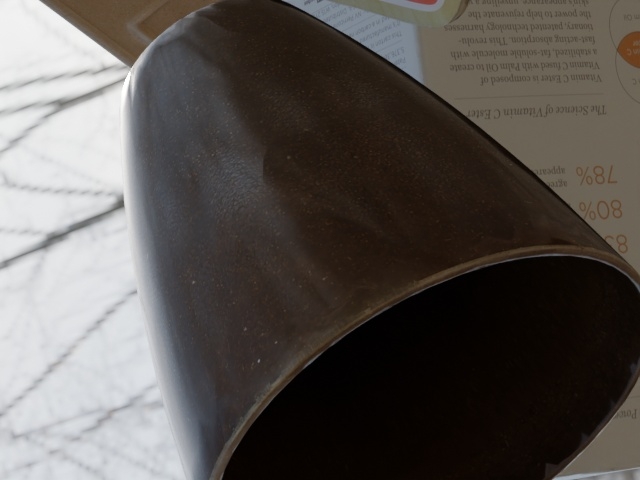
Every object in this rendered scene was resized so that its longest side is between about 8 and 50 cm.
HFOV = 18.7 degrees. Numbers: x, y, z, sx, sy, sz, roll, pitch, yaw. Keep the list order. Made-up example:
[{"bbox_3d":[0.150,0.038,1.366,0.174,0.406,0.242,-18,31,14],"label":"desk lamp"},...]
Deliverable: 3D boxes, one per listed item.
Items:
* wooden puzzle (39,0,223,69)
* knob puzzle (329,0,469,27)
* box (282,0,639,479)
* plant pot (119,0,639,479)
[{"bbox_3d":[-0.077,-0.276,1.589,0.348,0.322,0.080,33,-152,-49],"label":"wooden puzzle"},{"bbox_3d":[0.012,-0.168,0.708,0.030,0.213,0.213,-32,-78,-56],"label":"knob puzzle"},{"bbox_3d":[0.117,-0.017,1.242,0.215,0.168,0.345,-4,-98,-32],"label":"box"},{"bbox_3d":[0.000,0.000,0.887,0.215,0.215,0.230,37,-162,-54],"label":"plant pot"}]
